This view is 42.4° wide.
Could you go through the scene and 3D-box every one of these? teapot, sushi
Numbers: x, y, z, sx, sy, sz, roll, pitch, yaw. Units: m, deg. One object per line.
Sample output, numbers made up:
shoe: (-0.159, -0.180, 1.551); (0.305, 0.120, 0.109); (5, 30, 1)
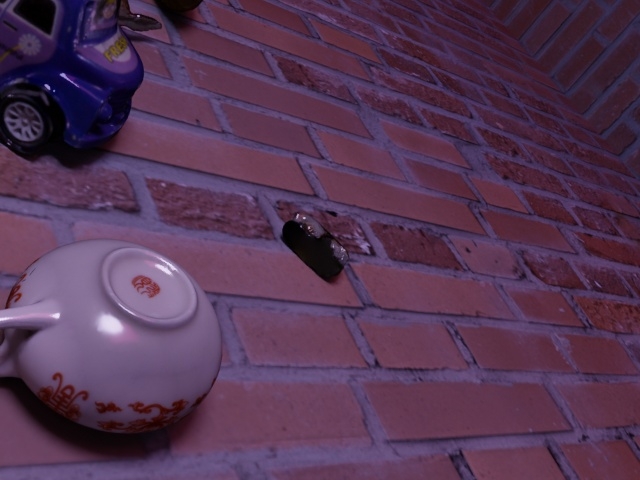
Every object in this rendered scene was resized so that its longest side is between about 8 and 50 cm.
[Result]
teapot: (-0.158, 0.066, 0.602); (0.245, 0.116, 0.159); (3, 56, -39)
sushi: (0.000, 0.000, 0.915); (0.083, 0.044, 0.046); (45, 31, 5)

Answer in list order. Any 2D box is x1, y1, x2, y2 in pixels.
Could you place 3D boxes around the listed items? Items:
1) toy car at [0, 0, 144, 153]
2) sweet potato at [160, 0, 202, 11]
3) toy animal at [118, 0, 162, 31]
toy car: (-0.262, -0.204, 0.769); (0.235, 0.158, 0.172); (39, 28, -15)
sweet potato: (-0.207, -0.375, 1.170); (0.074, 0.075, 0.269); (16, 27, -36)
toy animal: (-0.308, -0.345, 1.021); (0.243, 0.087, 0.260); (58, 29, 4)
